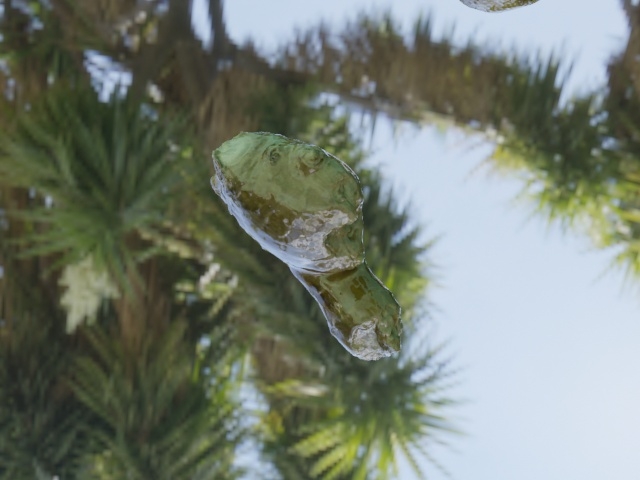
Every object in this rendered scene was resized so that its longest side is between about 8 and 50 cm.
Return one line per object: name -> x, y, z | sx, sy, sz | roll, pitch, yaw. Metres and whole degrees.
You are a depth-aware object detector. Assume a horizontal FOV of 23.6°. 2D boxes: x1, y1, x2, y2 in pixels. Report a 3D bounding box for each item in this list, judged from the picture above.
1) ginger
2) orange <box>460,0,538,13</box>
ginger -> 0.004, -0.004, 0.926 | 0.165, 0.096, 0.067 | 48, -128, -3
orange -> 0.109, -0.178, 0.884 | 0.085, 0.095, 0.085 | 47, -168, -13
